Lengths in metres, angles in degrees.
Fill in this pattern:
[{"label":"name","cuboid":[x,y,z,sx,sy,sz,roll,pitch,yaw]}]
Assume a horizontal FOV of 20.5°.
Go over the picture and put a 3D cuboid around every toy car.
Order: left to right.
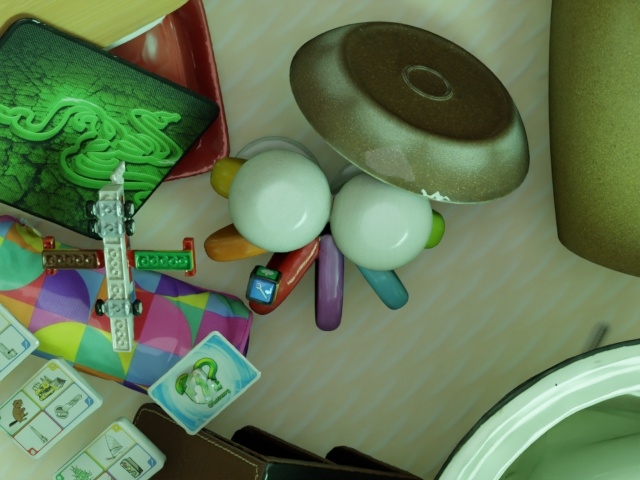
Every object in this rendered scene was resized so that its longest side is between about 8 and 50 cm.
[{"label":"toy car","cuboid":[0.000,0.000,1.344,0.182,0.159,0.136,10,98,-4]}]

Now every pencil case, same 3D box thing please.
[{"label":"pencil case","cuboid":[-0.169,0.054,1.367,0.236,0.104,0.104,21,91,-5]}]

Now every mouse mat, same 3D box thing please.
[{"label":"mouse mat","cuboid":[-0.184,-0.076,1.293,0.189,0.007,0.152,22,120,-40]}]

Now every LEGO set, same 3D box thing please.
[{"label":"LEGO set","cuboid":[-0.144,0.067,1.306,0.182,0.060,0.244,45,111,-9]}]

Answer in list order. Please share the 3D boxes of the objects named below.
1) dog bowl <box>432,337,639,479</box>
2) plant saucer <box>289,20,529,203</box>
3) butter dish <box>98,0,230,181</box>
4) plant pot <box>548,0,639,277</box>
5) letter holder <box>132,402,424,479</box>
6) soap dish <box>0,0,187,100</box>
[{"label":"dog bowl","cuboid":[0.235,0.269,1.270,0.408,0.150,0.408,0,89,-9]},{"label":"plant saucer","cuboid":[0.074,-0.107,1.331,0.198,0.198,0.036,24,127,-4]},{"label":"butter dish","cuboid":[-0.158,-0.119,1.349,0.160,0.118,0.160,-10,93,-2]},{"label":"plant pot","cuboid":[0.265,-0.107,1.337,0.237,0.237,0.254,13,106,-4]},{"label":"letter holder","cuboid":[-0.071,0.296,1.370,0.152,0.214,0.302,12,92,-35]},{"label":"soap dish","cuboid":[-0.257,-0.246,1.290,0.229,0.118,0.291,-27,68,-1]}]
